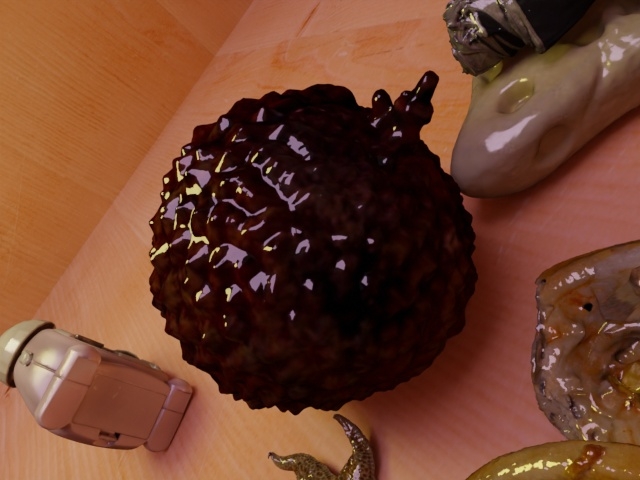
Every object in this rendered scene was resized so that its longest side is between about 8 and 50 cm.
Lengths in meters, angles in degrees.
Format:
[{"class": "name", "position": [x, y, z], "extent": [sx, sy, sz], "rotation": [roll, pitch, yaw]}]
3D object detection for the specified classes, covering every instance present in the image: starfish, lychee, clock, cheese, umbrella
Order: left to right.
[{"class": "clock", "position": [-0.481, 0.297, 1.015], "extent": [0.326, 0.342, 0.184], "rotation": [11, 64, 43]}, {"class": "lychee", "position": [0.000, 0.000, 0.629], "extent": [0.500, 0.425, 0.424], "rotation": [-47, 33, 34]}, {"class": "starfish", "position": [0.021, 0.351, 0.610], "extent": [0.277, 0.062, 0.235], "rotation": [2, 61, 42]}, {"class": "cheese", "position": [0.305, -0.247, 0.730], "extent": [0.351, 0.129, 0.328], "rotation": [-39, 40, 17]}, {"class": "umbrella", "position": [0.324, -0.334, 0.586], "extent": [0.358, 0.113, 0.106], "rotation": [-26, 24, 27]}]

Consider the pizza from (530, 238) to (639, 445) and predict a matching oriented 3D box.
[{"class": "pizza", "position": [0.300, 0.133, 0.465], "extent": [0.189, 0.071, 0.297], "rotation": [-13, 57, 38]}]

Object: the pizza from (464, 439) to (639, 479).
[{"class": "pizza", "position": [0.249, 0.272, 0.352], "extent": [0.336, 0.086, 0.226], "rotation": [-5, 75, 48]}]
